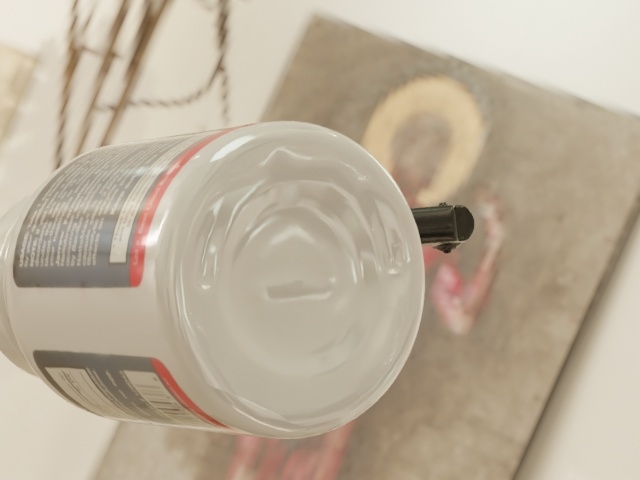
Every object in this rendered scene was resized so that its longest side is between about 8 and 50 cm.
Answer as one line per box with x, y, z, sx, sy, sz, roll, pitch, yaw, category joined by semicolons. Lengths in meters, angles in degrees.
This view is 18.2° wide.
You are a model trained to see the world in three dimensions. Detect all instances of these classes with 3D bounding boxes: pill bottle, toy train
-0.054;0.015;0.737;0.108;0.108;0.180;24;-14;-31;pill bottle
0.000;0.000;0.967;0.158;0.027;0.036;-7;-5;-15;toy train
